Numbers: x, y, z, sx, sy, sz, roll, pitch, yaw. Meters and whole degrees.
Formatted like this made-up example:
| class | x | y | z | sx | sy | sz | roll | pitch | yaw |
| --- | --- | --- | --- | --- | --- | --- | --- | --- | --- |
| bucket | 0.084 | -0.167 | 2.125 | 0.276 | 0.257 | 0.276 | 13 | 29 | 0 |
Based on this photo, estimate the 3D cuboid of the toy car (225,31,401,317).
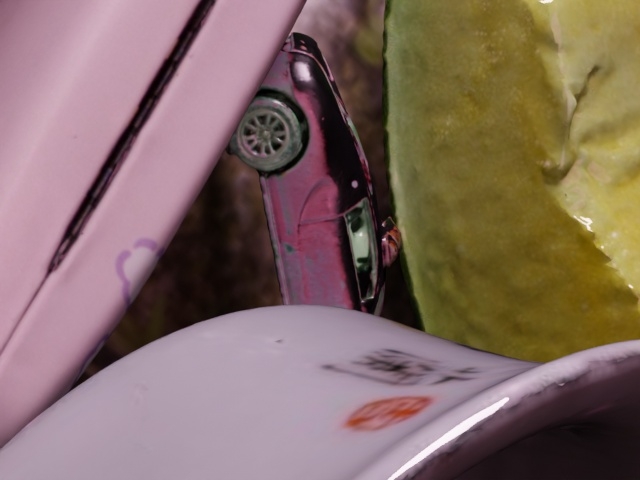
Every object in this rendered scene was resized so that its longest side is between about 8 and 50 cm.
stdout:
| class | x | y | z | sx | sy | sz | roll | pitch | yaw |
| --- | --- | --- | --- | --- | --- | --- | --- | --- | --- |
| toy car | 0.000 | 0.000 | 0.655 | 0.055 | 0.069 | 0.142 | -10 | 100 | 2 |

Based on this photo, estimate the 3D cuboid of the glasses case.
| class | x | y | z | sx | sy | sz | roll | pitch | yaw |
| --- | --- | --- | --- | --- | --- | --- | --- | --- | --- |
| glasses case | -0.070 | -0.048 | 0.599 | 0.075 | 0.113 | 0.296 | 36 | 71 | -23 |

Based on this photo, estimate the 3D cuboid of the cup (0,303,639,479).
| class | x | y | z | sx | sy | sz | roll | pitch | yaw |
| --- | --- | --- | --- | --- | --- | --- | --- | --- | --- |
| cup | -0.014 | 0.159 | 0.561 | 0.347 | 0.163 | 0.347 | -25 | 128 | -37 |

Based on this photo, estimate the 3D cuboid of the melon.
| class | x | y | z | sx | sy | sz | roll | pitch | yaw |
| --- | --- | --- | --- | --- | --- | --- | --- | --- | --- |
| melon | 0.111 | -0.038 | 0.710 | 0.196 | 0.124 | 0.323 | -21 | 93 | -33 |
